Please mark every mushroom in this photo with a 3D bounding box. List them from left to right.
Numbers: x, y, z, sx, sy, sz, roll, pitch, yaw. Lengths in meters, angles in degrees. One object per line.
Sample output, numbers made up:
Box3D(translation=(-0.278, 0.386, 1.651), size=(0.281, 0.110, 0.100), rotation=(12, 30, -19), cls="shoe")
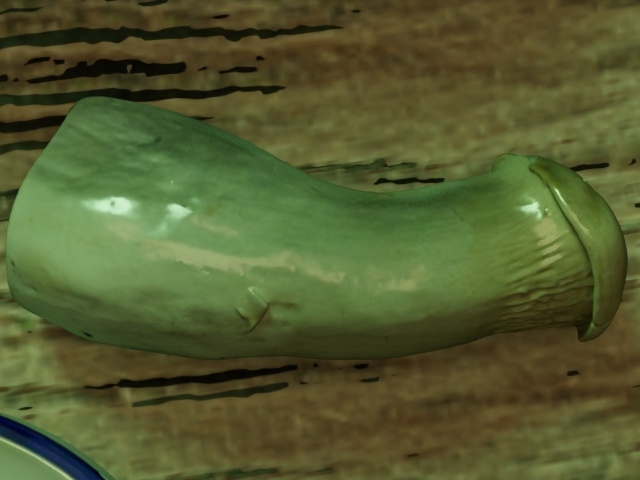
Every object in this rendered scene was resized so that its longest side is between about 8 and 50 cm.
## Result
Box3D(translation=(0.001, 0.003, 0.641), size=(0.223, 0.092, 0.081), rotation=(5, 128, 0), cls="mushroom")

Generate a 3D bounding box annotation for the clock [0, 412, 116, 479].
Box3D(translation=(-0.152, 0.168, 0.619), size=(0.230, 0.083, 0.230), rotation=(0, 88, -4), cls="clock")
